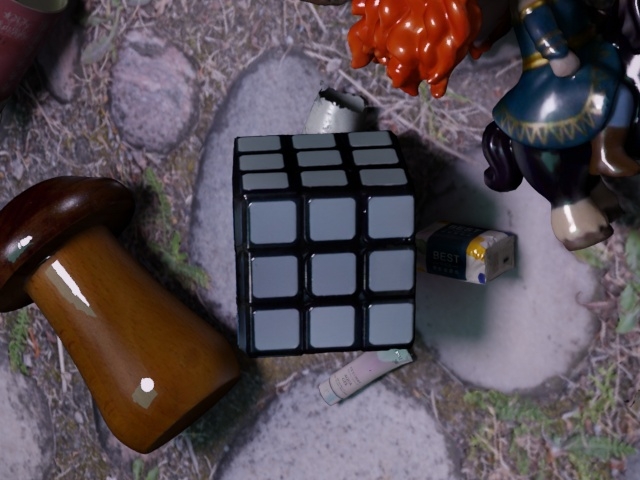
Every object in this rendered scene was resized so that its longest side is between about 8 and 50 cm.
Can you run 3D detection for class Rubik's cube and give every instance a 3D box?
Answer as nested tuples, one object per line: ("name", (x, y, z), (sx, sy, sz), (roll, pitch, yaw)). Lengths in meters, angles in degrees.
("Rubik's cube", (0.000, 0.000, 1.376), (0.163, 0.162, 0.161), (-3, 113, -5))

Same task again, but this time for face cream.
("face cream", (0.044, 0.129, 1.509), (0.115, 0.020, 0.038), (-36, 79, 31))

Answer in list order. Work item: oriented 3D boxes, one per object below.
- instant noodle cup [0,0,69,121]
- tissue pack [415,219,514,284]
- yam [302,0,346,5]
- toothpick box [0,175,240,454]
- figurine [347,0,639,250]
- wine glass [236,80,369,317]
("instant noodle cup", (-0.392, -0.246, 1.610), (0.178, 0.235, 0.235), (-45, 74, 22))
("tissue pack", (0.130, 0.010, 1.397), (0.083, 0.062, 0.042), (10, 114, 33))
("yam", (-0.026, -0.270, 1.433), (0.127, 0.084, 0.084), (23, 113, 32))
("toothpick box", (-0.224, 0.069, 1.585), (0.294, 0.192, 0.192), (49, 123, 8))
("figurine", (0.192, -0.192, 1.229), (0.412, 0.241, 0.306), (43, 130, 8))
("wine glass", (-0.013, -0.030, 1.485), (0.074, 0.074, 0.262), (29, 114, 26))
